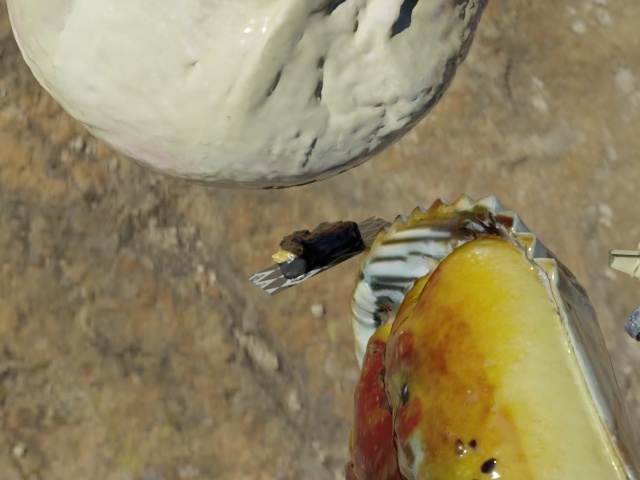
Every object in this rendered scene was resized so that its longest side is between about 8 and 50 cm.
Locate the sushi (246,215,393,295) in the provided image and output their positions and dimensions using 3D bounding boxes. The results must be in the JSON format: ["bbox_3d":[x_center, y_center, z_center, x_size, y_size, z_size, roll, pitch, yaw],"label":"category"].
[{"bbox_3d":[0.000,0.000,1.319,0.126,0.120,0.026,-25,100,-9],"label":"sushi"}]

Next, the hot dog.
[{"bbox_3d":[0.054,0.119,0.492,0.082,0.270,0.162,1,153,-21],"label":"hot dog"}]

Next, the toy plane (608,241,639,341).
[{"bbox_3d":[0.320,0.061,1.368,0.092,0.229,0.244,-34,145,-11],"label":"toy plane"}]

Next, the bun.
[{"bbox_3d":[-0.043,-0.217,1.056,0.361,0.213,0.361,0,85,2],"label":"bun"}]
